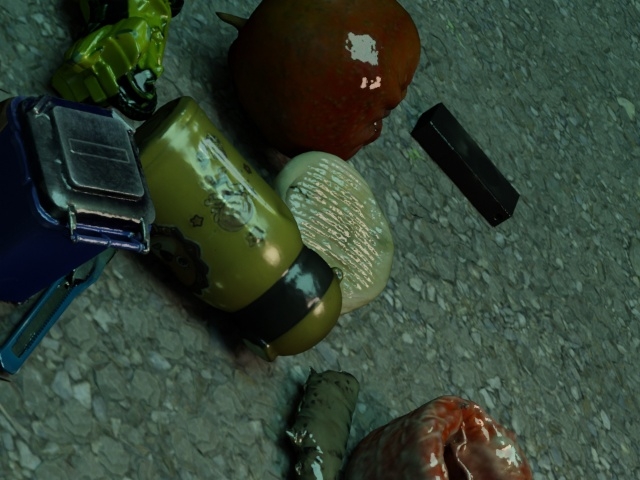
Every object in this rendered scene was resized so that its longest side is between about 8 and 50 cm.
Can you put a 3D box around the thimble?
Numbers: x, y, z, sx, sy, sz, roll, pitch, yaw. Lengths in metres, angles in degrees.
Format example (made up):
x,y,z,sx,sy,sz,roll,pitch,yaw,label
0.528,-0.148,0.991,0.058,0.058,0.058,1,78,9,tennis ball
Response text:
x,y,z,sx,sy,sz,roll,pitch,yaw,label
0.161,0.327,2.110,0.239,0.162,0.239,32,40,-31,thimble

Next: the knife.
x,y,z,sx,sy,sz,roll,pitch,yaw,label
-0.299,0.066,1.873,0.044,0.026,0.296,58,30,-19,knife

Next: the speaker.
x,y,z,sx,sy,sz,roll,pitch,yaw,label
0.247,-0.127,2.740,0.218,0.044,0.082,48,33,-11,speaker

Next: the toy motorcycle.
x,y,z,sx,sy,sz,roll,pitch,yaw,label
-0.269,-0.308,2.143,0.206,0.142,0.342,37,35,-25,toy motorcycle

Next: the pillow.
x,y,z,sx,sy,sz,roll,pitch,yaw,label
-0.001,0.235,2.085,0.093,0.051,0.241,48,34,-21,pillow

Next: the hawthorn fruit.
x,y,z,sx,sy,sz,roll,pitch,yaw,label
-0.017,-0.263,2.333,0.298,0.277,0.277,29,35,-1,hawthorn fruit

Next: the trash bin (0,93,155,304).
x,y,z,sx,sy,sz,roll,pitch,yaw,label
-0.305,-0.026,1.754,0.162,0.234,0.184,11,53,-46,trash bin

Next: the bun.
x,y,z,sx,sy,sz,roll,pitch,yaw,label
0.000,0.000,2.238,0.210,0.116,0.237,25,59,-32,bun

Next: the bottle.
x,y,z,sx,sy,sz,roll,pitch,yaw,label
-0.114,-0.002,2.041,0.351,0.171,0.171,48,33,-13,bottle

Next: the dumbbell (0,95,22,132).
x,y,z,sx,sy,sz,roll,pitch,yaw,label
-0.428,-0.178,1.872,0.231,0.092,0.082,41,63,-23,dumbbell
